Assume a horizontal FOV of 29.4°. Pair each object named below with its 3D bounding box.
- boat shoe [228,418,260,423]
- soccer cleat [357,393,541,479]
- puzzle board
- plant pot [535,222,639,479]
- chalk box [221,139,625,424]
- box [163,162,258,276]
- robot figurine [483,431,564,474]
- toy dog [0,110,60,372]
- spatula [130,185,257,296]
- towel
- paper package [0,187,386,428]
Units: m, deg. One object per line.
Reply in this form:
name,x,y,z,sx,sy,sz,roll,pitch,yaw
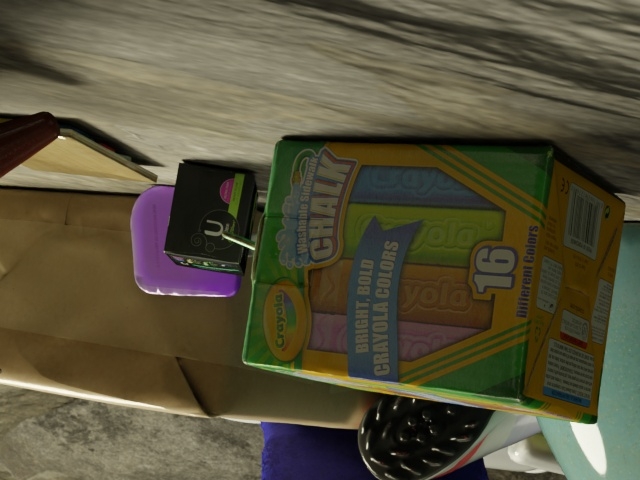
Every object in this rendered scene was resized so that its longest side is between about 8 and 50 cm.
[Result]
boat shoe,-0.009,0.131,1.415,0.335,0.121,0.119,-5,-164,-1
soccer cleat,0.186,0.126,1.102,0.318,0.108,0.116,-28,168,12
puzzle board,-0.172,-0.059,0.779,0.096,0.011,0.128,7,172,17
plant pot,0.271,0.110,0.879,0.290,0.195,0.290,8,173,1
chalk box,0.044,0.022,0.689,0.213,0.132,0.132,3,171,31
box,-0.072,-0.013,0.821,0.052,0.062,0.083,9,172,1
robot figurine,0.244,0.214,1.681,0.353,0.200,0.300,13,-152,-37
toy dog,-0.243,-0.010,0.683,0.161,0.220,0.333,-24,-163,-27
spatula,0.000,0.000,0.878,0.296,0.084,0.030,-1,-167,11
towel,0.051,0.226,1.224,0.227,0.076,0.308,3,-150,-6
paper package,-0.125,0.069,1.109,0.309,0.168,0.325,4,172,26
